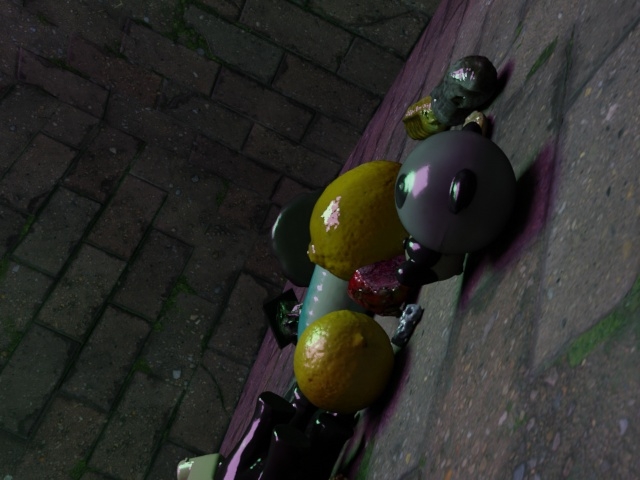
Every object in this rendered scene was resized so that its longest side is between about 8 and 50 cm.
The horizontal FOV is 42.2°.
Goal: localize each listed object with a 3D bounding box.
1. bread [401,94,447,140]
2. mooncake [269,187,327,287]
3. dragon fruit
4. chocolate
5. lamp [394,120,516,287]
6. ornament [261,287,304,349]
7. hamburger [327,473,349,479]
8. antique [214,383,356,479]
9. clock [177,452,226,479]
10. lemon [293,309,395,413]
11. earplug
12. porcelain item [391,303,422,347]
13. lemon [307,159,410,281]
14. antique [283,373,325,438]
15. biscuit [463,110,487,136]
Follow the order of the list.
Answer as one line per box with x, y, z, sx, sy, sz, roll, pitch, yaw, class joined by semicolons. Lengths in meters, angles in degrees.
0.270;-0.309;2.095;0.098;0.087;0.269;-63;5;1;bread
0.000;0.000;2.251;0.283;0.283;0.141;-65;6;-6;mooncake
0.135;0.092;1.573;0.102;0.147;0.096;94;154;-49;dragon fruit
0.301;-0.317;1.758;0.110;0.110;0.248;-66;7;-15;chocolate
0.192;-0.050;1.250;0.197;0.198;0.244;-70;0;-47;lamp
-0.042;0.232;2.553;0.196;0.166;0.153;-18;8;43;ornament
0.019;0.428;1.367;0.076;0.044;0.083;-77;11;-58;hamburger
-0.070;0.402;1.460;0.322;0.185;0.255;-1;-64;-63;antique
-0.196;0.588;1.544;0.284;0.114;0.309;-87;-17;-70;clock
0.039;0.216;1.460;0.203;0.178;0.178;120;173;-54;lemon
0.039;0.148;1.896;0.185;0.185;0.324;-94;23;-79;earplug
0.153;0.148;1.466;0.083;0.028;0.036;-62;23;13;porcelain item
0.104;-0.038;1.677;0.263;0.236;0.236;-54;7;6;lemon
-0.038;0.377;1.903;0.088;0.086;0.183;-61;6;23;antique
0.269;-0.145;1.627;0.265;0.040;0.188;-66;6;-26;biscuit
